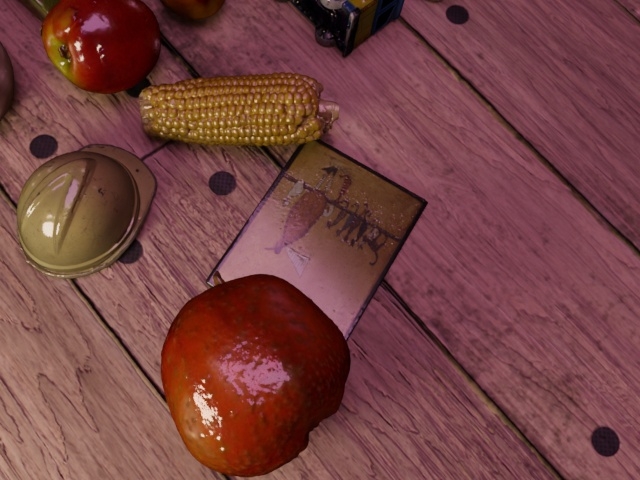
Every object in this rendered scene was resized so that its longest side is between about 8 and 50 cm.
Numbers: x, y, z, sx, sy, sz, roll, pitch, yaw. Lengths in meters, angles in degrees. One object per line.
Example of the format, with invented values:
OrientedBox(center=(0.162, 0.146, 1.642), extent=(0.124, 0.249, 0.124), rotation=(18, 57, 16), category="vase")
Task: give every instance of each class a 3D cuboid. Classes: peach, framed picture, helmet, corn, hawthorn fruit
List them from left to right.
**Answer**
OrientedBox(center=(-0.392, -0.074, 1.086), extent=(0.204, 0.137, 0.257), rotation=(26, 70, 4), category="helmet")
OrientedBox(center=(-0.369, -0.354, 1.170), extent=(0.197, 0.197, 0.197), rotation=(2, 70, -5), category="peach")
OrientedBox(center=(-0.243, -0.482, 1.247), extent=(0.138, 0.138, 0.138), rotation=(2, 70, -5), category="peach")
OrientedBox(center=(-0.141, -0.227, 1.171), extent=(0.347, 0.130, 0.130), rotation=(1, 70, -1), category="corn")
OrientedBox(center=(-0.097, 0.174, 0.962), extent=(0.275, 0.275, 0.299), rotation=(-23, 71, -13), category="hawthorn fruit")
OrientedBox(center=(0.000, 0.000, 1.163), extent=(0.255, 0.014, 0.338), rotation=(31, 70, 6), category="framed picture")

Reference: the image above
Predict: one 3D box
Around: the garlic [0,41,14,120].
OrientedBox(center=(-0.680, -0.311, 1.148), extent=(0.340, 0.231, 0.246), rotation=(38, 115, 24), category="garlic")

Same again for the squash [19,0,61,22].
OrientedBox(center=(-0.569, -0.483, 1.233), extent=(0.203, 0.111, 0.288), rotation=(-11, 73, -8), category="squash")

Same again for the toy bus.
OrientedBox(center=(0.011, -0.515, 1.283), extent=(0.175, 0.138, 0.287), rotation=(-40, 79, -16), category="toy bus")
